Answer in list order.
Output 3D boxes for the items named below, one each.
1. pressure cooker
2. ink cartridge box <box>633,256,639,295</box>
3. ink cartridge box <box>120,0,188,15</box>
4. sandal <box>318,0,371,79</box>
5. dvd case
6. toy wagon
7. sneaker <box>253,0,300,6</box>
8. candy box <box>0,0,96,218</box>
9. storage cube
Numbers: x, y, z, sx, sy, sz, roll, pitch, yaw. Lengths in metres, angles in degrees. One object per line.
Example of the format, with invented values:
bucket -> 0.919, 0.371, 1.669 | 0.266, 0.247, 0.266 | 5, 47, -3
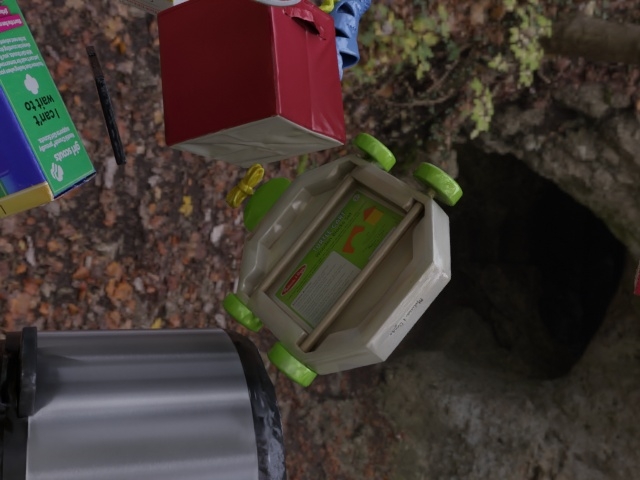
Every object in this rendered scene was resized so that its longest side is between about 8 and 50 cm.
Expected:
pressure cooker -> -0.286, 0.290, 0.882 | 0.420, 0.375, 0.370 | 3, 82, -22
ink cartridge box -> 0.651, 0.028, 1.097 | 0.226, 0.306, 0.131 | -27, 127, -57
ink cartridge box -> -0.286, -0.445, 1.237 | 0.198, 0.115, 0.067 | 104, 9, -70
sandal -> 0.023, -0.398, 1.477 | 0.317, 0.138, 0.126 | -54, -178, -33
dvd case -> -0.442, -0.282, 1.501 | 0.022, 0.253, 0.180 | -14, 122, -14
toy wagon -> 0.000, 0.000, 0.853 | 0.267, 0.344, 0.068 | -51, 130, -2
sneaker -> -0.070, -0.311, 0.836 | 0.042, 0.118, 0.067 | -105, -151, -41
candy box -> -0.441, -0.163, 0.803 | 0.122, 0.268, 0.317 | -66, 136, -65
storage cube -> -0.095, -0.223, 1.020 | 0.183, 0.215, 0.193 | 10, 72, -60
